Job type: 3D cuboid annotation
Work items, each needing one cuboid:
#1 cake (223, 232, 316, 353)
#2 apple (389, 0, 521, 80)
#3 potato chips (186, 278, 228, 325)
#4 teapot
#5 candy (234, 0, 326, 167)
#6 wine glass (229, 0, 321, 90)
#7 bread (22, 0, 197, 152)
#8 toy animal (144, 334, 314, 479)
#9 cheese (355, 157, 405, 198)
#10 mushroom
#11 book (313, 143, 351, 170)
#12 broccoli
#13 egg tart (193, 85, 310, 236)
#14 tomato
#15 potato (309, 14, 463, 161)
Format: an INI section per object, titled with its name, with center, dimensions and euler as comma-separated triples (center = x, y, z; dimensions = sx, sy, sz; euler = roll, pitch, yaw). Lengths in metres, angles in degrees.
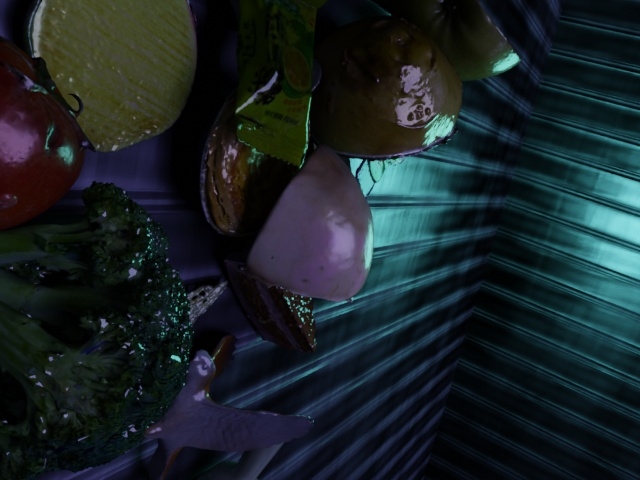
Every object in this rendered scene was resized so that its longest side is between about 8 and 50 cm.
[cake]
center = -0.070, 0.095, 1.032
dimensions = 0.295, 0.116, 0.112
euler = 80, 31, -48
[apple]
center = 0.244, -0.442, 1.121
dimensions = 0.258, 0.233, 0.295
euler = -37, 121, -54
[potato chips]
center = -0.204, 0.118, 0.887
dimensions = 0.207, 0.028, 0.092
euler = -51, 154, -27
[teapot]
center = -0.164, 0.464, 1.069
dimensions = 0.220, 0.149, 0.318
euler = -39, 141, -49
[candy]
center = -0.055, -0.222, 0.739
dimensions = 0.149, 0.069, 0.246
euler = 5, 87, -52
[wine glass]
center = -0.062, -0.284, 0.828
dimensions = 0.079, 0.079, 0.195
euler = -63, 153, -14
[bread]
center = -0.215, -0.205, 0.642
dimensions = 0.228, 0.033, 0.228
euler = -43, 142, -46
[toy animal]
center = -0.216, 0.278, 0.900
dimensions = 0.284, 0.225, 0.302
euler = -49, 145, 3
[cheese]
center = 0.159, -0.226, 1.289
dimensions = 0.320, 0.083, 0.204
euler = -58, 151, -24
[mushroom]
center = 0.027, -0.028, 0.879
dimensions = 0.173, 0.162, 0.236
euler = -59, 176, 30
[book]
center = 0.036, -0.080, 1.099
dimensions = 0.160, 0.024, 0.228
euler = 5, 76, -69
[broccoli]
center = -0.251, 0.091, 0.596
dimensions = 0.245, 0.265, 0.294
euler = 41, 69, -28
[egg tart]
center = -0.103, -0.119, 0.848
dimensions = 0.234, 0.094, 0.234
euler = -47, 147, -44
[tomato]
center = -0.273, -0.084, 0.490
dimensions = 0.167, 0.167, 0.167
euler = -42, 142, -44
[potato]
center = 0.114, -0.274, 0.996
dimensions = 0.299, 0.247, 0.196
euler = -48, 150, -49
